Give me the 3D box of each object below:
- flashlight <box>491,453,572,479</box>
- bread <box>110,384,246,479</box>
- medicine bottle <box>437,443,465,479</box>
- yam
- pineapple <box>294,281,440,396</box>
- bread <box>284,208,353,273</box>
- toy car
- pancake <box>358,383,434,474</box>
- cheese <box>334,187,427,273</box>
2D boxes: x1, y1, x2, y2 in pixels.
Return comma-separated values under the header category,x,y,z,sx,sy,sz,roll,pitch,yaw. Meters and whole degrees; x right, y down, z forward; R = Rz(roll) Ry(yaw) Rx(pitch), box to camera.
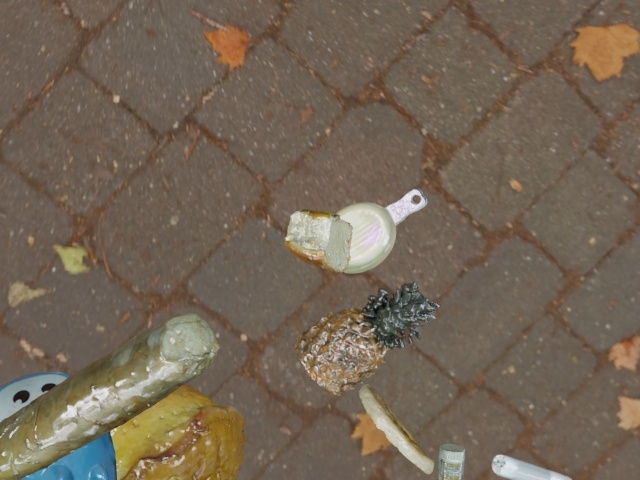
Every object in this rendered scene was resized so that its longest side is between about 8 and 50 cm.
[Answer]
category,x,y,z,sx,sy,sz,roll,pitch,yaw
flashlight,0.420,0.471,1.752,0.200,0.093,0.048,23,77,-31
bread,-0.314,0.459,1.722,0.398,0.215,0.398,-39,145,-34
medicine bottle,0.233,0.410,1.566,0.047,0.047,0.083,2,97,-12
yam,-0.226,0.159,0.844,0.317,0.071,0.067,-31,143,26
pineapple,0.092,0.168,1.663,0.278,0.158,0.158,-37,116,11
bread,-0.002,0.002,1.209,0.083,0.070,0.077,28,71,-57
toy car,-0.385,0.312,1.246,0.188,0.190,0.255,-10,80,-23
pancake,0.099,0.250,1.174,0.025,0.151,0.151,-43,115,1
cheese,0.111,-0.029,1.758,0.227,0.064,0.137,-34,73,6
